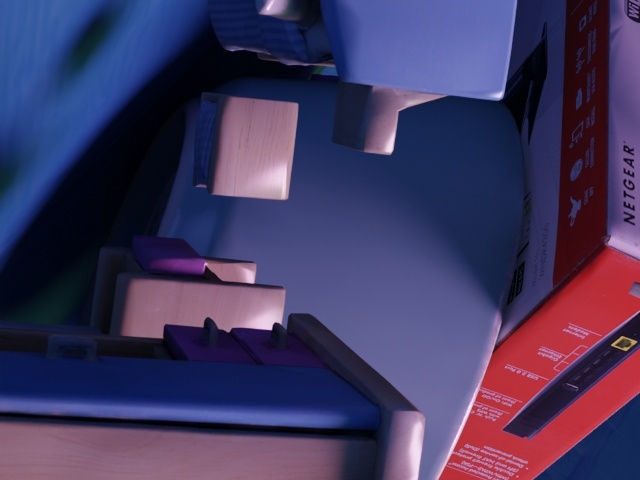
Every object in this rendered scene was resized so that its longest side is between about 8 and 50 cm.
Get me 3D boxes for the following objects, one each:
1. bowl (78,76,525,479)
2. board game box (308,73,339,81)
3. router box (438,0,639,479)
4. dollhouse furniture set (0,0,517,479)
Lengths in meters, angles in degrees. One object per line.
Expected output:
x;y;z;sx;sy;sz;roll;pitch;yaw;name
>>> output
-0.034;0.034;0.875;0.311;0.163;0.312;-159;-90;-76;bowl
0.016;0.022;1.129;0.347;0.208;0.056;-62;148;-30;board game box
0.117;-0.031;0.910;0.301;0.082;0.335;-52;-158;46;router box
-0.077;-0.079;0.529;0.286;0.198;0.303;-147;-116;-73;dollhouse furniture set
